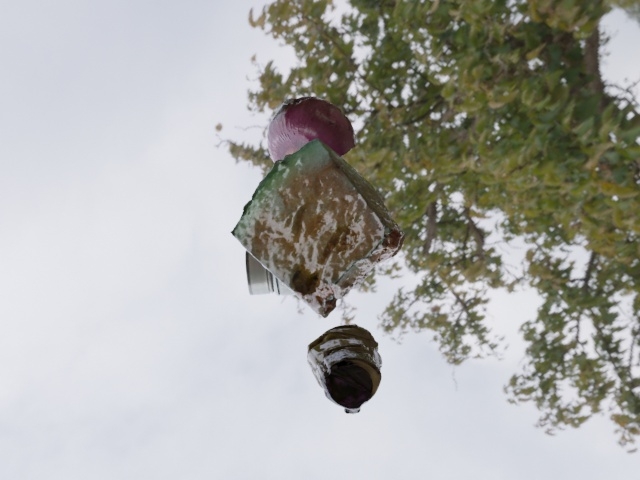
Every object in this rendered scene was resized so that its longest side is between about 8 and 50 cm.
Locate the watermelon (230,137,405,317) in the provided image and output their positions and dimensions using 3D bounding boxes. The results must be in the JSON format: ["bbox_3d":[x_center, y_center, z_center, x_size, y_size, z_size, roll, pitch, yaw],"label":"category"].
[{"bbox_3d":[0.005,0.000,1.143,0.151,0.264,0.302,25,-159,-51],"label":"watermelon"}]

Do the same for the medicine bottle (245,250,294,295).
[{"bbox_3d":[-0.062,0.071,1.635,0.258,0.143,0.143,-5,-125,-3],"label":"medicine bottle"}]

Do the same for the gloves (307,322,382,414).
[{"bbox_3d":[0.051,0.246,1.292,0.154,0.331,0.141,-24,-87,0],"label":"gloves"}]

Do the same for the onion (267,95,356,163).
[{"bbox_3d":[-0.033,-0.242,1.452,0.201,0.207,0.200,1,-94,-16],"label":"onion"}]
